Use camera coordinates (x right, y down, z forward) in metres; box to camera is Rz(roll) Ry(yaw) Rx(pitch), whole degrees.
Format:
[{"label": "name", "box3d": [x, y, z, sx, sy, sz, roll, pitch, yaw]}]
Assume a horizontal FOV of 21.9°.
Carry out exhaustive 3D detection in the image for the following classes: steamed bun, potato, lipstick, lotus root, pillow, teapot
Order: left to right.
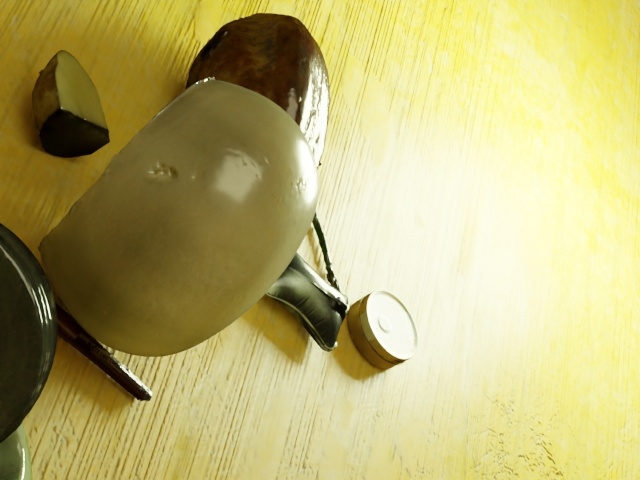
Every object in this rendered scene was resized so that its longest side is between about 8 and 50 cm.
[{"label": "teapot", "box3d": [-0.321, 0.107, 1.518, 0.321, 0.239, 0.239, 49, 7, -1]}, {"label": "potato", "box3d": [-0.297, -0.159, 1.903, 0.096, 0.066, 0.103, 38, 32, -51]}, {"label": "lipstick", "box3d": [-0.248, 0.116, 1.788, 0.176, 0.027, 0.027, 44, 37, -23]}, {"label": "steamed bun", "box3d": [-0.135, -0.012, 1.762, 0.206, 0.324, 0.324, 46, 35, -1]}, {"label": "lotus root", "box3d": [-0.082, -0.179, 2.112, 0.193, 0.193, 0.291, 36, 43, -30]}, {"label": "pillow", "box3d": [-0.018, 0.071, 2.091, 0.136, 0.055, 0.091, 41, 69, -20]}]

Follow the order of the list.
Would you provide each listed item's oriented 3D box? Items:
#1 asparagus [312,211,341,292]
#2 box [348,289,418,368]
[{"label": "asparagus", "box3d": [0.000, 0.000, 2.202, 0.016, 0.016, 0.162, 45, 27, -68]}, {"label": "box", "box3d": [0.083, 0.118, 2.194, 0.105, 0.037, 0.105, 31, 43, -34]}]
